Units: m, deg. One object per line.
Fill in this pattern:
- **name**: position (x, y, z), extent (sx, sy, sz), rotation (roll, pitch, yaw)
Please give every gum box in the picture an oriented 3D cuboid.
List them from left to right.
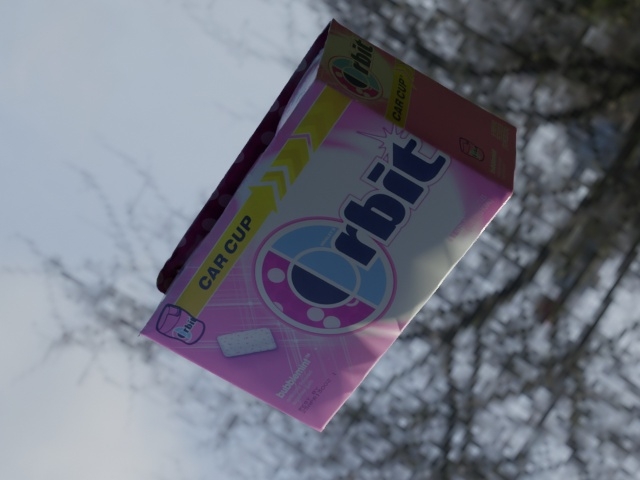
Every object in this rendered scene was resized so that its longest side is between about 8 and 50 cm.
- **gum box**: position (0.000, 0.000, 0.910), extent (0.107, 0.188, 0.062), rotation (29, -148, -11)
